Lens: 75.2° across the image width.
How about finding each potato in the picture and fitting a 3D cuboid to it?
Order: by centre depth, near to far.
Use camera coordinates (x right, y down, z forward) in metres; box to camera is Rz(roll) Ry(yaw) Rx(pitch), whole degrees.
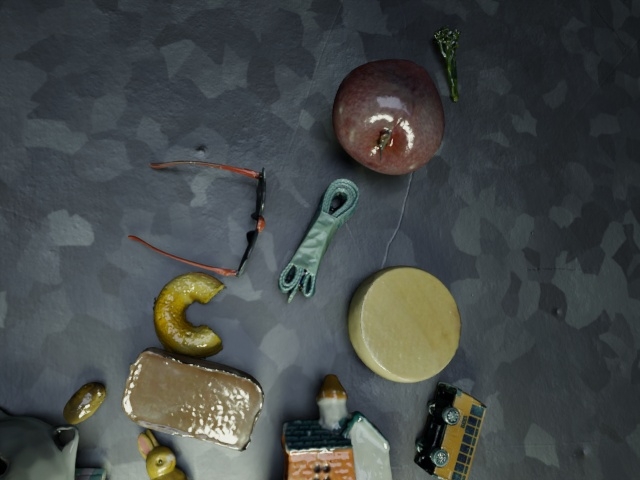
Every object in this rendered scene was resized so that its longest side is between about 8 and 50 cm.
[{"bbox_3d":[-0.441,0.303,0.778,0.051,0.040,0.083,39,72,3],"label":"potato"}]

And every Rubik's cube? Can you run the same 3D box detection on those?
[{"bbox_3d":[-0.419,0.452,0.738,0.075,0.084,0.073,8,104,5],"label":"Rubik's cube"}]

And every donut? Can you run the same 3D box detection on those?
[{"bbox_3d":[-0.264,0.148,0.833,0.145,0.078,0.182,4,76,-15],"label":"donut"}]

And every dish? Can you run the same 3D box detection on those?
[{"bbox_3d":[-0.544,0.416,0.645,0.302,0.120,0.304,-3,68,7],"label":"dish"}]

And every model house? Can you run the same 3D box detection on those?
[{"bbox_3d":[0.025,0.424,0.810,0.270,0.190,0.301,2,63,-8],"label":"model house"}]

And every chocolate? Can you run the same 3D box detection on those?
[{"bbox_3d":[-0.238,0.291,0.801,0.261,0.083,0.161,23,99,-11],"label":"chocolate"}]

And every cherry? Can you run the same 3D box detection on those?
[{"bbox_3d":[0.156,-0.289,0.945,0.261,0.221,0.308,29,61,-14],"label":"cherry"}]

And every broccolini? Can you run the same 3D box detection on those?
[{"bbox_3d":[0.354,-0.474,1.106,0.073,0.058,0.202,-10,80,-7],"label":"broccolini"}]

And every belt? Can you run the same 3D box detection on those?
[{"bbox_3d":[0.000,0.000,0.922,0.087,0.072,0.303,28,74,-3],"label":"belt"}]

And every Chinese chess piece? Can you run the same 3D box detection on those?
[{"bbox_3d":[0.181,0.180,0.913,0.250,0.097,0.251,3,77,-13],"label":"Chinese chess piece"}]

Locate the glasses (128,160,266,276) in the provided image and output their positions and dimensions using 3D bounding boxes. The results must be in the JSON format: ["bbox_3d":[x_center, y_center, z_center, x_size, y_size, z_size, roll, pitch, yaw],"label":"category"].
[{"bbox_3d":[-0.247,-0.059,0.857,0.267,0.118,0.235,12,78,-10],"label":"glasses"}]

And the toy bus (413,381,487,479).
[{"bbox_3d":[0.282,0.410,0.891,0.103,0.091,0.182,24,76,-9],"label":"toy bus"}]

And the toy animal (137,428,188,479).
[{"bbox_3d":[-0.294,0.427,0.767,0.070,0.083,0.160,-27,77,7],"label":"toy animal"}]
